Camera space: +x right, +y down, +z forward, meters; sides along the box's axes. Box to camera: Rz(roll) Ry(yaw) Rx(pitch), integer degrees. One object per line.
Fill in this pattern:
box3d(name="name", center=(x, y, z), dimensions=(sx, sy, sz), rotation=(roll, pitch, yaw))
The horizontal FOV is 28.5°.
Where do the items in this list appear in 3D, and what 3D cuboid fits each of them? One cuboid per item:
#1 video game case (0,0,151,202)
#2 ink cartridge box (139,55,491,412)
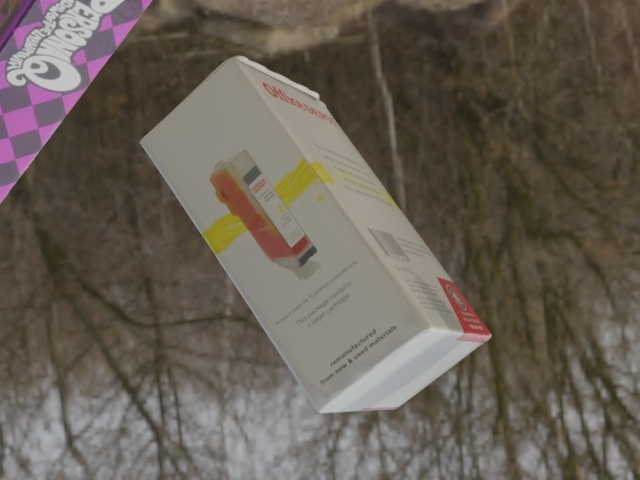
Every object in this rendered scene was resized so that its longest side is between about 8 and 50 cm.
box3d(name="video game case", center=(-0.094, -0.147, 0.491), dimensions=(0.042, 0.210, 0.232), rotation=(22, 132, -30))
box3d(name="ink cartridge box", center=(0.000, 0.000, 1.473), dimensions=(0.160, 0.384, 0.279), rotation=(-39, 162, 14))
